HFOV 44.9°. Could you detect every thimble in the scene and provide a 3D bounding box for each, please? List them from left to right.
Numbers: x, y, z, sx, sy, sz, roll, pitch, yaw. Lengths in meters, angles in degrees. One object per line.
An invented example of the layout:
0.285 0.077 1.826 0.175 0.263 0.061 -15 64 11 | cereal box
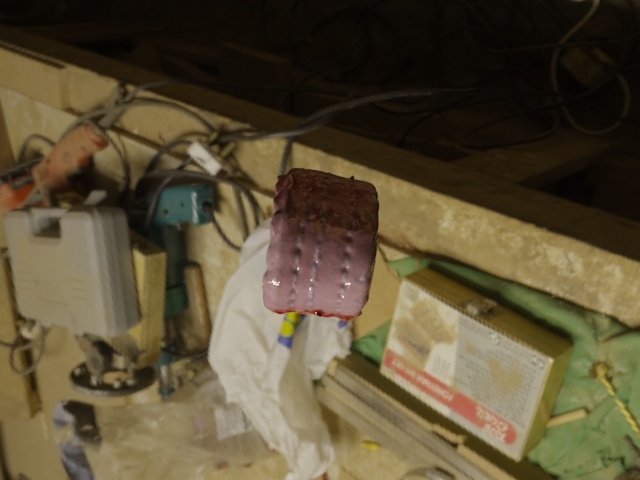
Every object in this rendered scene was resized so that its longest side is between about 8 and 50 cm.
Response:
-0.001 0.006 0.920 0.125 0.189 0.163 7 119 -2 | thimble
